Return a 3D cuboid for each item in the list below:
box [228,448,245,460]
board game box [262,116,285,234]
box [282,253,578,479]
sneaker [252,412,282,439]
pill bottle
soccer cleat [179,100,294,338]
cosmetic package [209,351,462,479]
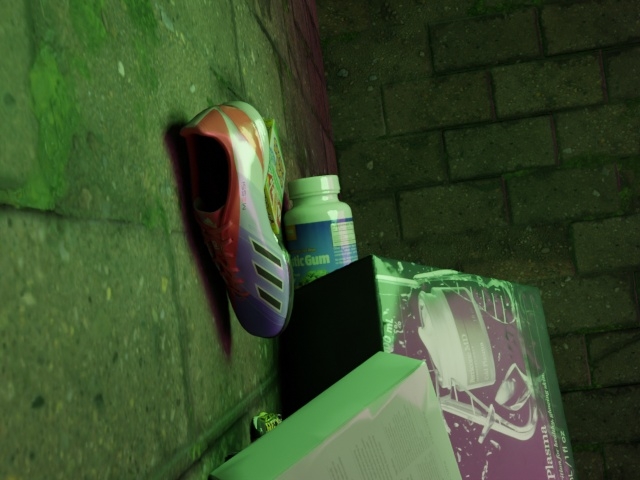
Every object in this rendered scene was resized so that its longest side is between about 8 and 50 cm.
[{"bbox_3d":[-0.086,0.333,0.915,0.162,0.029,0.116,54,30,-74],"label":"box"},{"bbox_3d":[-0.098,-0.133,1.348,0.259,0.039,0.124,-93,173,-55],"label":"board game box"},{"bbox_3d":[0.203,0.319,1.305,0.471,0.297,0.480,10,64,-35],"label":"box"},{"bbox_3d":[-0.078,0.270,1.027,0.083,0.035,0.031,-27,108,-83],"label":"sneaker"},{"bbox_3d":[0.000,0.000,1.516,0.152,0.152,0.272,-20,101,-83],"label":"pill bottle"},{"bbox_3d":[-0.111,-0.011,0.880,0.116,0.108,0.318,-36,123,-57],"label":"soccer cleat"},{"bbox_3d":[0.059,0.375,0.874,0.284,0.097,0.377,-29,109,-35],"label":"cosmetic package"}]
